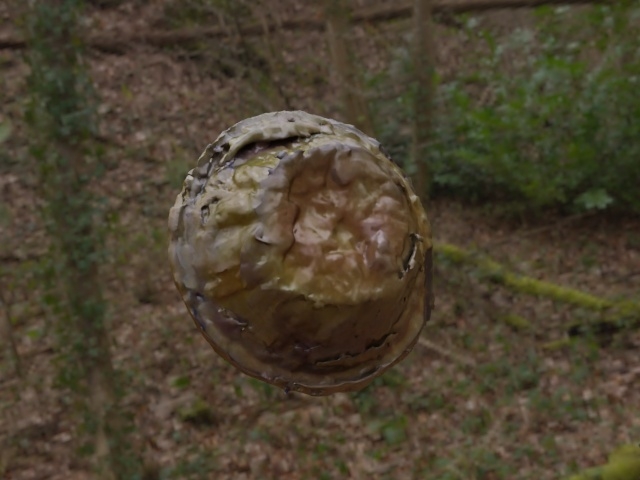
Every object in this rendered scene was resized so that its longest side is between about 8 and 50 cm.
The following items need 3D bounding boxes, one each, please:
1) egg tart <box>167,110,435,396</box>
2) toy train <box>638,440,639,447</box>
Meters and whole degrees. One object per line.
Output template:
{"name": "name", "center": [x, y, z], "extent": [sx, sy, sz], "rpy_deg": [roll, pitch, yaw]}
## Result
{"name": "egg tart", "center": [0.000, 0.000, 1.333], "extent": [0.352, 0.352, 0.150], "rpy_deg": [-20, -8, -28]}
{"name": "toy train", "center": [0.455, 0.266, 1.332], "extent": [0.200, 0.132, 0.083], "rpy_deg": [19, -1, 38]}
